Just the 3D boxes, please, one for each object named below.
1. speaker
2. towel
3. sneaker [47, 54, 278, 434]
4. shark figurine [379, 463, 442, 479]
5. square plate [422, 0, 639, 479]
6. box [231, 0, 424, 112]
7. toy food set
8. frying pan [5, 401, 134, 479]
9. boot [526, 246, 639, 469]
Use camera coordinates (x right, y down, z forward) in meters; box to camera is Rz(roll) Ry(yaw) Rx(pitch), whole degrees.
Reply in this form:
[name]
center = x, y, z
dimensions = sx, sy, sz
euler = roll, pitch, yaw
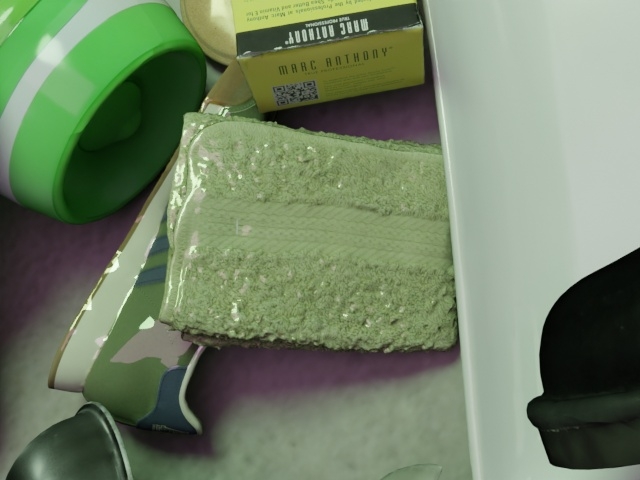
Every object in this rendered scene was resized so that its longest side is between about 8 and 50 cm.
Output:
[speaker]
center = -0.203, -0.134, 0.644
dimensions = 0.296, 0.131, 0.131
euler = 37, 91, 15
[towel]
center = 0.000, 0.000, 0.595
dimensions = 0.148, 0.027, 0.110
euler = 6, 84, -19
[sneaker]
center = -0.051, 0.008, 0.626
dimensions = 0.086, 0.064, 0.192
euler = 30, 84, 0
[shark figurine]
center = 0.056, 0.157, 0.524
dimensions = 0.278, 0.166, 0.116
euler = 15, 80, 14
[square plate]
center = 0.225, -0.051, 0.572
dimensions = 0.344, 0.049, 0.347
euler = -7, 80, 11
[box]
center = -0.010, -0.182, 0.615
dimensions = 0.087, 0.058, 0.232
euler = -11, 70, 2
[toy food set]
center = -0.032, -0.128, 0.657
dimensions = 0.083, 0.020, 0.082
euler = 14, 85, 15
[frying pan]
center = -0.089, 0.195, 0.497
dimensions = 0.053, 0.326, 0.197
euler = 2, 113, -22
[boot]
center = 0.191, -0.089, 0.489
dimensions = 0.348, 0.131, 0.260
euler = -27, 83, -3
